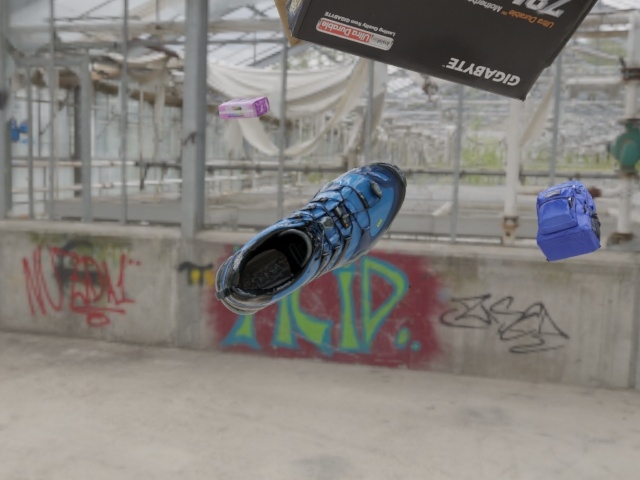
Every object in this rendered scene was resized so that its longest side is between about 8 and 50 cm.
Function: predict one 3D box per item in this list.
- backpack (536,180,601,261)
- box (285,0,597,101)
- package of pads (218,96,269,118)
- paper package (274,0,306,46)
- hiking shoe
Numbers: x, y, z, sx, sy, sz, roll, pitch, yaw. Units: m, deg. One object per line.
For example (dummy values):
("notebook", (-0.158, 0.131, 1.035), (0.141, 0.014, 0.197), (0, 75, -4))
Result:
("backpack", (0.407, -0.043, 1.203), (0.098, 0.120, 0.101), (-12, -46, 30))
("box", (0.151, -0.297, 0.712), (0.296, 0.293, 0.073), (11, 44, -21))
("package of pads", (-0.138, -0.240, 1.322), (0.083, 0.031, 0.050), (3, 25, 34))
("paper package", (-0.010, -0.594, 1.388), (0.168, 0.324, 0.309), (-7, -28, 10))
("hiking shoe", (0.000, 0.000, 0.957), (0.304, 0.113, 0.132), (-38, 3, -8))
